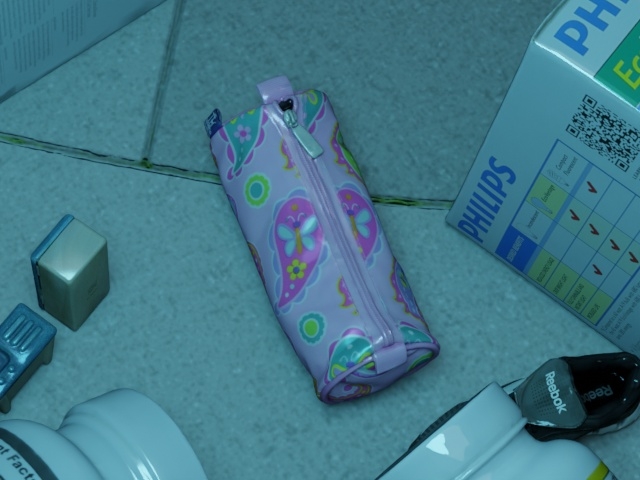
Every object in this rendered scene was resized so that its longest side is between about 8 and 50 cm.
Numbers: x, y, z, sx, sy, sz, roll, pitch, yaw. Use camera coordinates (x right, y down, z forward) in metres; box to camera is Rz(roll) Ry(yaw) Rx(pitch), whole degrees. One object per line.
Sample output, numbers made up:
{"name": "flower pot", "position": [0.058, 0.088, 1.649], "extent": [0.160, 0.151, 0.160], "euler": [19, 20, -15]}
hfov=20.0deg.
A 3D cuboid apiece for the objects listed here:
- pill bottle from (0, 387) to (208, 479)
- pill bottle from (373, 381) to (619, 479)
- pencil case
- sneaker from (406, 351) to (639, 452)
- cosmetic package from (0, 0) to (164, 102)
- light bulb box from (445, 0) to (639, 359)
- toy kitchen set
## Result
{"name": "pill bottle", "position": [-0.267, 0.262, 1.377], "extent": [0.363, 0.210, 0.210], "euler": [-24, 71, -34]}
{"name": "pill bottle", "position": [0.193, 0.283, 1.440], "extent": [0.188, 0.188, 0.334], "euler": [-38, 84, -19]}
{"name": "pencil case", "position": [0.000, 0.000, 1.597], "extent": [0.124, 0.124, 0.284], "euler": [-18, 71, -13]}
{"name": "sneaker", "position": [0.182, 0.147, 1.560], "extent": [0.234, 0.106, 0.078], "euler": [-19, 70, -13]}
{"name": "cosmetic package", "position": [-0.261, -0.257, 1.536], "extent": [0.284, 0.377, 0.097], "euler": [-33, 75, -18]}
{"name": "light bulb box", "position": [0.339, -0.054, 1.525], "extent": [0.361, 0.358, 0.225], "euler": [37, 67, 8]}
{"name": "toy kitchen set", "position": [-0.307, 0.052, 1.541], "extent": [0.166, 0.122, 0.207], "euler": [34, 68, 9]}
